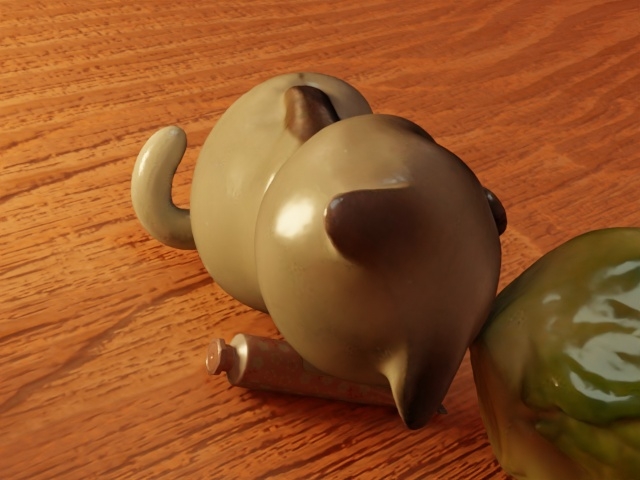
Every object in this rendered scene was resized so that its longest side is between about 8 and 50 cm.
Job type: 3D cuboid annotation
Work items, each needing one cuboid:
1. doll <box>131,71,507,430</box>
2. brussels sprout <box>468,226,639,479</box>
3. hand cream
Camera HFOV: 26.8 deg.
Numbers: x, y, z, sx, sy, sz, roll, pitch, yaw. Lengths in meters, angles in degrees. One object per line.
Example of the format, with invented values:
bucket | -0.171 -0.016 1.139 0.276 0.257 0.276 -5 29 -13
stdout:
doll | 0.016 -0.014 1.104 0.226 0.215 0.370 -25 23 -22
brussels sprout | 0.262 0.116 1.069 0.294 0.227 0.259 -2 36 -7
hand cream | 0.007 0.111 1.120 0.210 0.043 0.067 11 26 -26
